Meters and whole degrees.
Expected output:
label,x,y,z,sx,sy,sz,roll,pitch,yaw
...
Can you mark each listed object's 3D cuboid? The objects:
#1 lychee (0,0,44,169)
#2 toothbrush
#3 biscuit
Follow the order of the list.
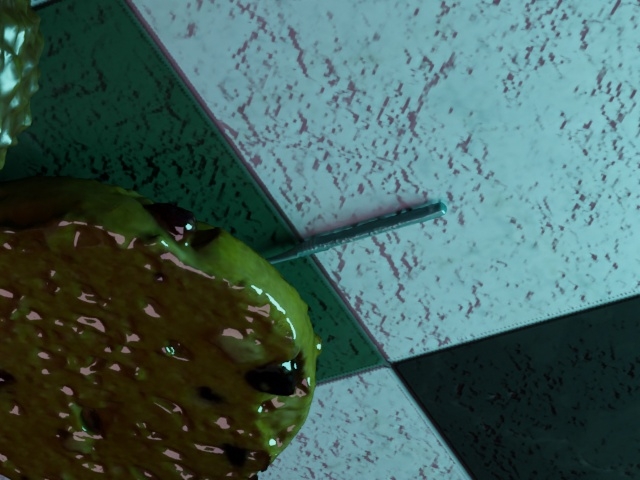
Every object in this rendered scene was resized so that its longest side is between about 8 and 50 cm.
label,x,y,z,sx,sy,sz,roll,pitch,yaw
lychee,-0.241,-0.097,0.862,0.200,0.238,0.200,28,173,4
toothbrush,0.000,0.000,1.057,0.167,0.011,0.014,-16,126,21
biscuit,-0.139,0.068,1.093,0.296,0.075,0.296,5,135,5
